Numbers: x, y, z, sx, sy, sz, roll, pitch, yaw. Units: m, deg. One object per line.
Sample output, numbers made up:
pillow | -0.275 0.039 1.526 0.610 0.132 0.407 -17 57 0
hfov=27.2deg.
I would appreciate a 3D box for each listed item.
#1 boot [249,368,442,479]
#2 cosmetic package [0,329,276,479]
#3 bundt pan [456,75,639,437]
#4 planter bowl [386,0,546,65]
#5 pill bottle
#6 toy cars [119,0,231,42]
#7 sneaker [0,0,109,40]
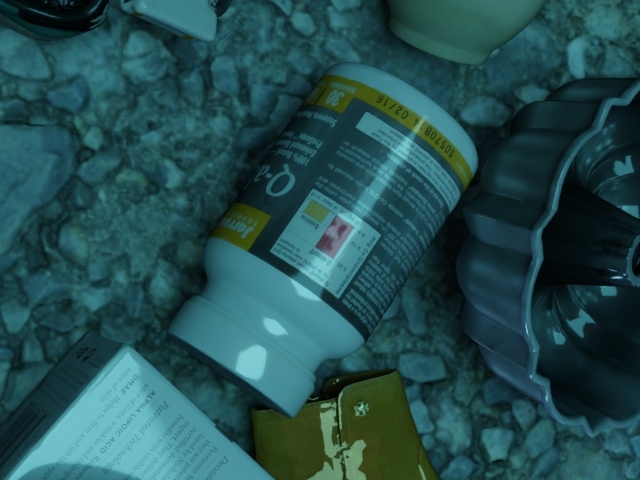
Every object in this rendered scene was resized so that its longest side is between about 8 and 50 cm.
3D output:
boot | 0.084 0.220 1.197 0.295 0.104 0.211 -5 93 -16
cosmetic package | -0.159 0.192 1.080 0.183 0.151 0.151 45 76 -17
bundt pan | 0.242 0.000 1.197 0.330 0.124 0.331 -18 117 -40
planter bowl | 0.123 -0.224 1.185 0.162 0.162 0.109 11 115 -20
pill bottle | 0.000 0.000 1.129 0.162 0.162 0.278 38 78 -17
toy cars | -0.175 -0.347 1.093 0.176 0.087 0.394 -37 108 -44
sneaker | -0.288 -0.260 1.017 0.302 0.121 0.108 30 79 -27
